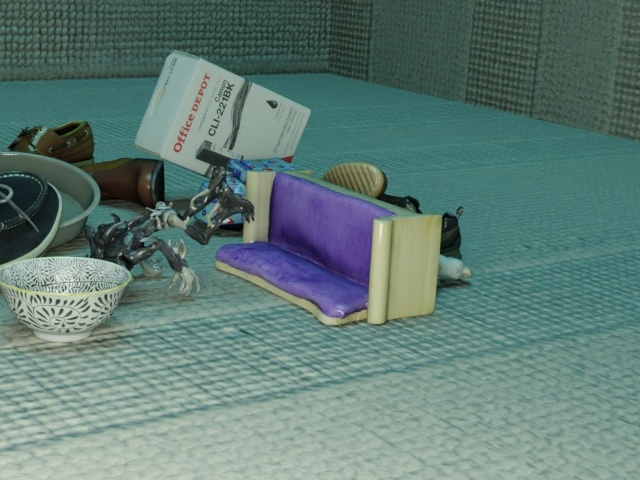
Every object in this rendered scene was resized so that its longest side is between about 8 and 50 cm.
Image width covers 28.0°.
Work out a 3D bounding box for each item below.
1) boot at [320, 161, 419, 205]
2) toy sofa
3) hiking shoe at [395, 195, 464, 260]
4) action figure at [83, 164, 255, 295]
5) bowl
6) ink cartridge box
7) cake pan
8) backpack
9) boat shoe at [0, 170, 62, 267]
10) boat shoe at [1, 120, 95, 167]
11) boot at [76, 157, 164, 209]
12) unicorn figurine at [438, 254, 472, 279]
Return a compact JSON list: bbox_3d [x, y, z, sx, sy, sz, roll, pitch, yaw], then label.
[{"bbox_3d":[0.087,-0.070,2.147,0.207,0.090,0.248,-3,-16,-37],"label":"boot"},{"bbox_3d":[0.000,0.000,1.879,0.177,0.150,0.362,-5,16,-34],"label":"toy sofa"},{"bbox_3d":[0.116,-0.019,2.051,0.227,0.114,0.086,4,14,0],"label":"hiking shoe"},{"bbox_3d":[-0.228,0.009,1.830,0.275,0.141,0.164,-30,35,-17],"label":"action figure"},{"bbox_3d":[-0.325,0.080,1.622,0.170,0.080,0.170,3,14,-1],"label":"bowl"},{"bbox_3d":[-0.181,-0.210,2.393,0.273,0.197,0.114,21,1,-36],"label":"ink cartridge box"},{"bbox_3d":[-0.505,-0.061,2.074,0.293,0.054,0.293,7,27,-3],"label":"cake pan"},{"bbox_3d":[-0.136,-0.078,2.227,0.173,0.117,0.158,-3,14,-13],"label":"backpack"},{"bbox_3d":[-0.511,-0.027,1.765,0.187,0.156,0.500,15,21,18],"label":"boat shoe"},{"bbox_3d":[-0.569,-0.179,2.535,0.110,0.104,0.307,11,16,26],"label":"boat shoe"},{"bbox_3d":[-0.426,-0.110,2.325,0.280,0.096,0.264,-1,18,-12],"label":"boot"},{"bbox_3d":[0.165,0.040,1.943,0.162,0.060,0.111,-6,17,-34],"label":"unicorn figurine"}]
